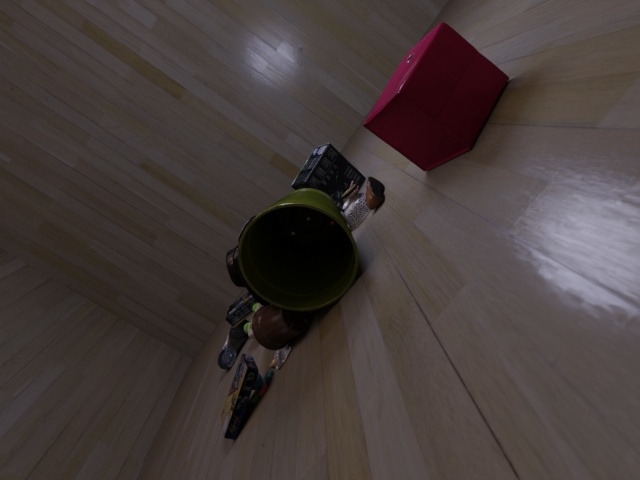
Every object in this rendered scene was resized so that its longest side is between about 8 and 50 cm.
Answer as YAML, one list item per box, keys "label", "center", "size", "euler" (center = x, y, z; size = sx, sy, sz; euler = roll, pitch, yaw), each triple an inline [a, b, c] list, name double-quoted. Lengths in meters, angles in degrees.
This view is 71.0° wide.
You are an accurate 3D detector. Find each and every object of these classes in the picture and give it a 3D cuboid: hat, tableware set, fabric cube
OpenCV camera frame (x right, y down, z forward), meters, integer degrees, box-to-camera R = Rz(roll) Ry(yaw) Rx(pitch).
- label: "hat"
  center: [-0.247, 0.078, 1.580]
  size: [0.134, 0.331, 0.331]
  euler: [-12, 30, 21]
- label: "tableware set"
  center: [0.074, -0.164, 1.807]
  size: [0.194, 0.039, 0.128]
  euler: [-41, 8, 13]
- label: "fabric cube"
  center: [0.324, -0.401, 1.304]
  size: [0.258, 0.259, 0.254]
  euler: [-58, 12, -13]

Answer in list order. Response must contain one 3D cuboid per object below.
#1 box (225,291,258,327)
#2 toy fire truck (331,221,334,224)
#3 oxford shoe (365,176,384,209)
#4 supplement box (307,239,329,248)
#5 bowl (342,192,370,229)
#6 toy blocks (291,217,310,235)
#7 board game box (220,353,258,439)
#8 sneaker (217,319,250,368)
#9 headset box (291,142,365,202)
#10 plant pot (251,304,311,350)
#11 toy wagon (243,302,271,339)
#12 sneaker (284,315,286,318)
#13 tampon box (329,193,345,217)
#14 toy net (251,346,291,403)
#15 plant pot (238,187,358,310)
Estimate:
- label: "box"
  center: [-0.358, 0.315, 2.425]
  size: [0.322, 0.079, 0.257]
  euler: [-38, 10, -2]
- label: "toy fire truck"
  center: [0.038, -0.016, 1.837]
  size: [0.192, 0.135, 0.047]
  euler: [-38, 9, 18]
- label: "oxford shoe"
  center: [0.199, -0.186, 1.736]
  size: [0.076, 0.076, 0.212]
  euler: [-59, 8, 30]
- label: "supplement box"
  center: [-0.003, 0.062, 1.731]
  size: [0.188, 0.104, 0.080]
  euler: [-60, -33, -21]
- label: "bowl"
  center: [0.141, -0.134, 1.811]
  size: [0.170, 0.080, 0.170]
  euler: [-54, 10, 14]
- label: "toy blocks"
  center: [-0.137, -0.048, 2.322]
  size: [0.381, 0.191, 0.261]
  euler: [-61, 21, 21]
- label: "board game box"
  center: [-0.285, 0.538, 1.568]
  size: [0.165, 0.042, 0.243]
  euler: [-168, 97, -73]
- label: "sneaker"
  center: [-0.474, 0.556, 2.418]
  size: [0.297, 0.111, 0.129]
  euler: [-61, 6, -32]
- label: "headset box"
  center: [0.049, -0.274, 2.146]
  size: [0.131, 0.283, 0.246]
  euler: [0, 56, 59]
- label: "plant pot"
  center: [-0.127, 0.280, 1.567]
  size: [0.165, 0.167, 0.167]
  euler: [-36, 21, 43]
- label: "toy wagon"
  center: [-0.248, 0.307, 2.170]
  size: [0.267, 0.068, 0.344]
  euler: [-38, 24, 45]
- label: "sneaker"
  center: [-0.174, 0.314, 1.778]
  size: [0.146, 0.105, 0.296]
  euler: [-62, 7, -5]
- label: "tampon box"
  center: [0.045, -0.104, 2.036]
  size: [0.161, 0.120, 0.101]
  euler: [-46, 13, 43]
- label: "toy net"
  center: [-0.183, 0.454, 1.558]
  size: [0.232, 0.045, 0.122]
  euler: [-53, 11, 16]
- label: "plant pot"
  center: [-0.055, -0.015, 1.513]
  size: [0.366, 0.367, 0.353]
  euler: [-51, 12, 23]
